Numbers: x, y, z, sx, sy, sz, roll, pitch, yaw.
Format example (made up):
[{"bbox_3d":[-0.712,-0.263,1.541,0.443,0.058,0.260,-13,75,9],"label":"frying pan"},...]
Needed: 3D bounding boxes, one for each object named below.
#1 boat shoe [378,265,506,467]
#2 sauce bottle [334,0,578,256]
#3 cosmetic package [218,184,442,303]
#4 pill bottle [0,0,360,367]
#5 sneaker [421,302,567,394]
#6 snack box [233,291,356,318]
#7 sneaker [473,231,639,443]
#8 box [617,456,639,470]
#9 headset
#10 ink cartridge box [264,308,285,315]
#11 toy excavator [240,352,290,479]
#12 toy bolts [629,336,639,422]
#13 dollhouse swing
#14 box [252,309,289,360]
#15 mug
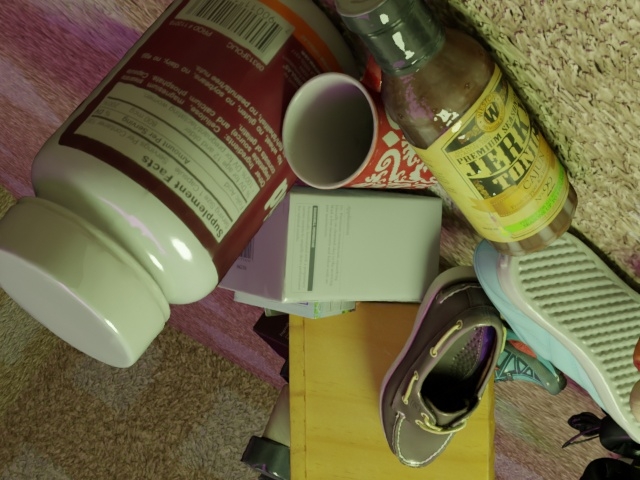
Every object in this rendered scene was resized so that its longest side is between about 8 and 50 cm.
[{"bbox_3d":[0.153,0.183,1.499,0.117,0.096,0.324,7,127,-14],"label":"boat shoe"},{"bbox_3d":[0.127,-0.116,1.100,0.111,0.111,0.344,19,161,46],"label":"sauce bottle"},{"bbox_3d":[0.000,0.000,1.516,0.225,0.138,0.224,2,-176,-31],"label":"cosmetic package"},{"bbox_3d":[-0.150,-0.078,1.220,0.224,0.392,0.224,30,157,15],"label":"pill bottle"},{"bbox_3d":[0.244,0.185,1.783,0.262,0.125,0.104,26,168,33],"label":"sneaker"},{"bbox_3d":[-0.035,0.075,1.644,0.141,0.037,0.100,10,-172,35],"label":"snack box"},{"bbox_3d":[0.321,0.109,1.403,0.366,0.135,0.150,48,169,-17],"label":"sneaker"},{"bbox_3d":[0.599,0.431,1.960,0.184,0.045,0.191,39,166,-10],"label":"box"},{"bbox_3d":[0.444,0.307,1.596,0.185,0.243,0.394,18,-175,-15],"label":"headset"},{"bbox_3d":[-0.067,0.011,1.875,0.209,0.062,0.109,-97,-2,-54],"label":"ink cartridge box"},{"bbox_3d":[0.127,0.421,2.156,0.445,0.222,0.433,20,163,18],"label":"toy excavator"},{"bbox_3d":[0.418,0.131,1.160,0.218,0.158,0.228,29,165,18],"label":"toy bolts"},{"bbox_3d":[0.118,0.225,1.772,0.305,0.346,0.315,0,-177,13],"label":"dollhouse swing"},{"bbox_3d":[0.073,0.218,2.251,0.381,0.143,0.191,18,159,42],"label":"box"},{"bbox_3d":[0.070,-0.111,1.186,0.169,0.150,0.113,4,-124,-53],"label":"mug"}]
